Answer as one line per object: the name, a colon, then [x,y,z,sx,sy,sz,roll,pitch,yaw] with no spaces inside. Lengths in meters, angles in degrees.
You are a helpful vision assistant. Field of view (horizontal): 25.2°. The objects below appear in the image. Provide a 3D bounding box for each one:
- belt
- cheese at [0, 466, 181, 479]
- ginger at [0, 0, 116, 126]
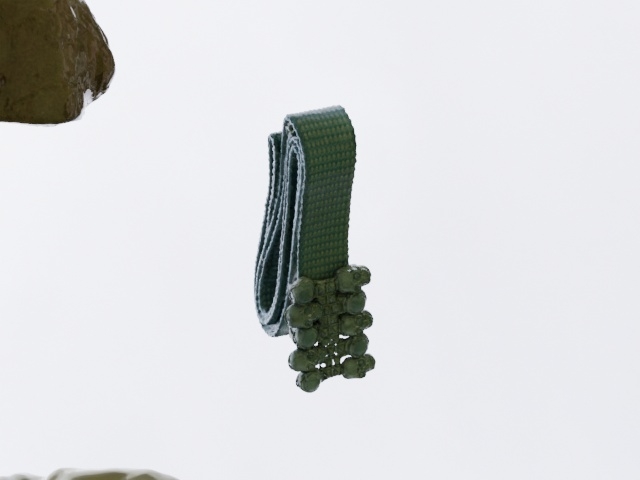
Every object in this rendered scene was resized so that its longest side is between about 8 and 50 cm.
belt: [-0.004,0.001,0.949,0.065,0.100,0.179,-13,-51,-23]
cheese: [-0.192,0.333,1.160,0.318,0.326,0.115,-8,-35,-14]
ginger: [-0.198,-0.173,0.910,0.137,0.074,0.213,0,-98,-57]
